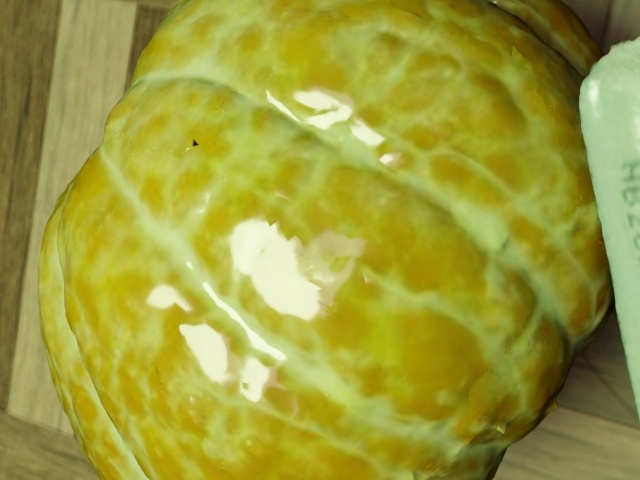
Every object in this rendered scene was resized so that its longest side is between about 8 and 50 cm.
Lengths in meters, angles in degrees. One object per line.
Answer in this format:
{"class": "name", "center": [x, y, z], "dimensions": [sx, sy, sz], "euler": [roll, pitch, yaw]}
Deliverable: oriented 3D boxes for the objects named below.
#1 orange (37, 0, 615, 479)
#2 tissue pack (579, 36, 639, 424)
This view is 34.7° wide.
{"class": "orange", "center": [0.000, 0.000, 0.516], "dimensions": [0.249, 0.329, 0.329], "euler": [31, 107, -4]}
{"class": "tissue pack", "center": [0.269, 0.013, 0.411], "dimensions": [0.103, 0.315, 0.228], "euler": [-12, 88, 66]}
